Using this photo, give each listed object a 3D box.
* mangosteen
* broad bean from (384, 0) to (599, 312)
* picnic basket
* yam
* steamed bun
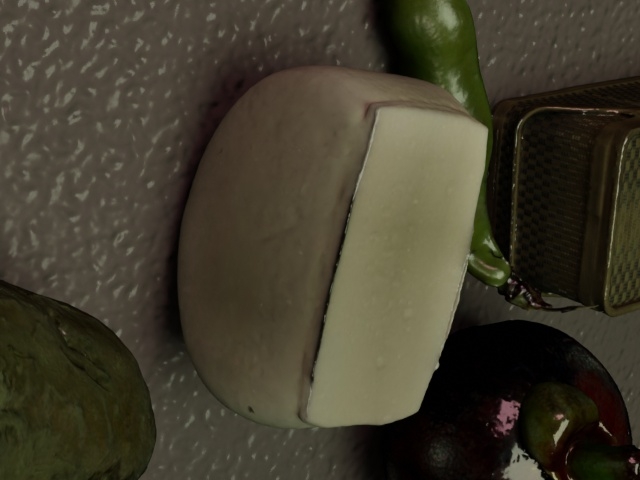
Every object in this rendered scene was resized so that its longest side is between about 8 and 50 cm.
[{"bbox_3d":[0.166,0.175,1.132,0.216,0.216,0.216,-16,115,-37],"label":"mangosteen"},{"bbox_3d":[0.113,-0.077,1.074,0.318,0.098,0.056,62,32,-22],"label":"broad bean"},{"bbox_3d":[0.269,-0.047,1.193,0.266,0.139,0.165,-12,113,-38],"label":"picnic basket"},{"bbox_3d":[-0.227,0.096,0.735,0.195,0.195,0.300,-64,156,-4],"label":"yam"},{"bbox_3d":[0.000,0.000,0.953,0.146,0.164,0.242,5,100,-44],"label":"steamed bun"}]
